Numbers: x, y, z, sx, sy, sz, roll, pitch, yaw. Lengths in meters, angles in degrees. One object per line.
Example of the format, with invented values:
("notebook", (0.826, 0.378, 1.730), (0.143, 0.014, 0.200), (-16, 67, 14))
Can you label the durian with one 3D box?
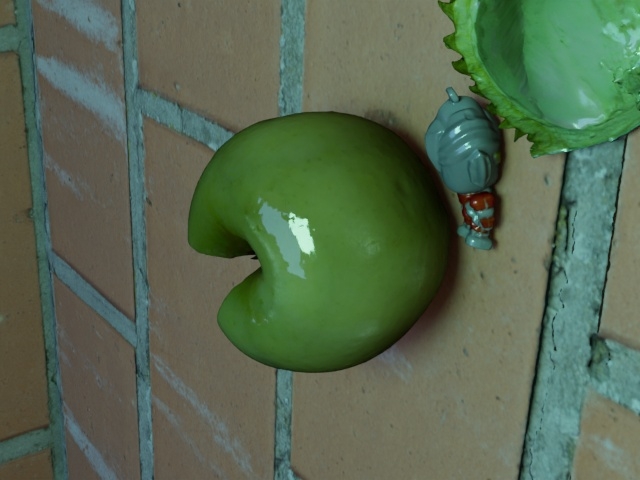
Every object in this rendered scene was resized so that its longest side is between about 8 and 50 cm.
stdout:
("durian", (0.222, -0.214, 0.759), (0.198, 0.163, 0.394), (60, 143, 16))

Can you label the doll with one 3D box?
("doll", (0.150, -0.074, 0.999), (0.094, 0.079, 0.180), (-116, 12, -63))

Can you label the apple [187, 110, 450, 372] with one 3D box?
("apple", (0.000, 0.000, 1.080), (0.292, 0.254, 0.291), (28, 126, 47))
